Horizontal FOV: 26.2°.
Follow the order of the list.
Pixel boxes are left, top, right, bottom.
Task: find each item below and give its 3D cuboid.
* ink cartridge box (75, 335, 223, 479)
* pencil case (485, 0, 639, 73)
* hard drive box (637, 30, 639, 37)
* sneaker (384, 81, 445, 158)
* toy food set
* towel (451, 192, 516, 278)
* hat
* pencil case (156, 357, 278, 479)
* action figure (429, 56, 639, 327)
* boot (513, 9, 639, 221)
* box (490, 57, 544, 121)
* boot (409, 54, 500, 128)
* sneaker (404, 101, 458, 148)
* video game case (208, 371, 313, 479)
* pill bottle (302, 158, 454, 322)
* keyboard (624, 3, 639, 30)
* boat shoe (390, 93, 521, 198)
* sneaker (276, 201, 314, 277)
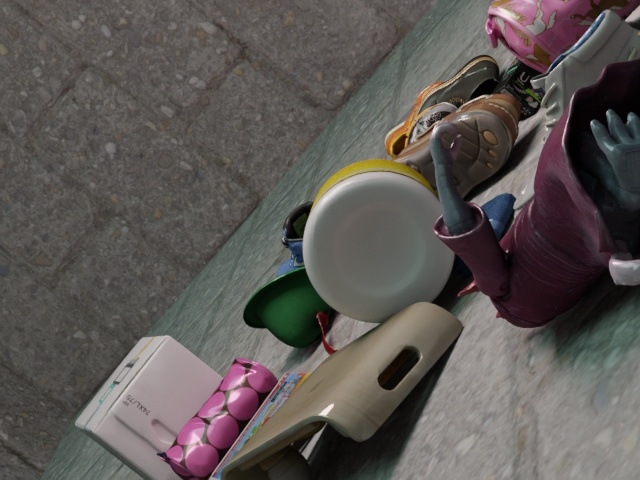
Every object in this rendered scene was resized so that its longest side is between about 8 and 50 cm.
[{"bbox_3d":[-0.259,0.292,2.274,0.197,0.198,0.270,-53,10,-13],"label":"ink cartridge box"},{"bbox_3d":[0.394,-0.404,1.908,0.386,0.160,0.167,-53,23,-1],"label":"pencil case"},{"bbox_3d":[0.438,-0.254,1.345,0.232,0.089,0.181,-49,10,10],"label":"hard drive box"},{"bbox_3d":[0.191,-0.221,2.584,0.175,0.064,0.067,-54,28,18],"label":"sneaker"},{"bbox_3d":[0.026,0.205,1.629,0.220,0.092,0.306,-44,4,-39],"label":"toy food set"},{"bbox_3d":[0.204,-0.008,1.715,0.067,0.029,0.119,-40,14,48],"label":"towel"},{"bbox_3d":[-0.013,0.157,2.159,0.173,0.183,0.208,-40,-29,22],"label":"hat"},{"bbox_3d":[-0.155,0.278,2.120,0.209,0.095,0.098,-51,35,-18],"label":"pencil case"},{"bbox_3d":[0.244,-0.006,1.242,0.370,0.248,0.275,121,138,-52],"label":"action figure"},{"bbox_3d":[0.278,-0.137,1.557,0.258,0.123,0.095,-50,9,9],"label":"boot"},{"bbox_3d":[0.300,-0.229,2.009,0.083,0.062,0.052,-54,8,-21],"label":"box"},{"bbox_3d":[0.229,-0.226,2.342,0.198,0.077,0.137,-50,14,17],"label":"boot"},{"bbox_3d":[0.166,-0.126,2.237,0.215,0.084,0.083,-60,12,4],"label":"sneaker"},{"bbox_3d":[-0.063,0.271,1.939,0.204,0.025,0.285,-54,10,-14],"label":"video game case"},{"bbox_3d":[0.076,-0.010,1.815,0.188,0.188,0.334,-50,4,7],"label":"pill bottle"},{"bbox_3d":[0.382,-0.233,1.768,0.192,0.038,0.100,-46,33,22],"label":"keyboard"},{"bbox_3d":[0.183,-0.114,2.006,0.324,0.123,0.116,-30,15,50],"label":"boat shoe"},{"bbox_3d":[0.000,0.000,2.318,0.130,0.147,0.330,-57,10,-31],"label":"sneaker"}]
